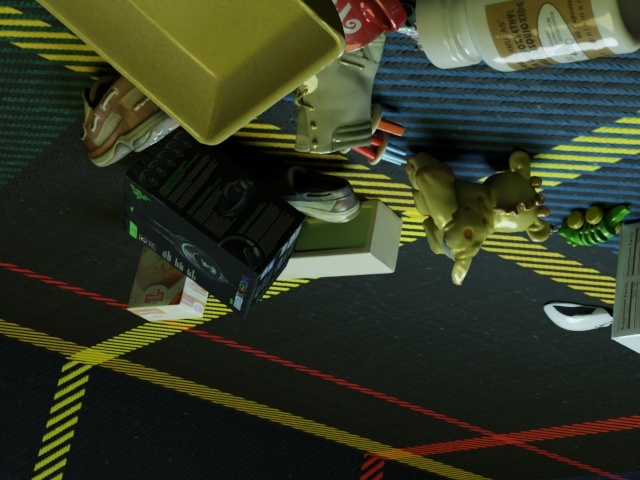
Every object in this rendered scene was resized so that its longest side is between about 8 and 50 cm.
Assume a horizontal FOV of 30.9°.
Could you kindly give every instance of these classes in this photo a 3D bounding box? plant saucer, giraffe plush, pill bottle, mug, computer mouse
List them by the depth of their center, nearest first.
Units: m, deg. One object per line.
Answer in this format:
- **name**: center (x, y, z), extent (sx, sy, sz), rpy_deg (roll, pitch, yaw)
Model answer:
- **plant saucer**: center (-0.156, -0.281, 1.241), extent (0.332, 0.081, 0.333), rpy_deg (40, 150, -15)
- **pill bottle**: center (0.225, -0.251, 1.244), extent (0.229, 0.131, 0.131), rpy_deg (-4, 154, 35)
- **mug**: center (0.020, -0.301, 1.261), extent (0.150, 0.113, 0.169), rpy_deg (2, 153, 27)
- **giraffe plush**: center (0.241, -0.054, 1.708), extent (0.170, 0.210, 0.181), rpy_deg (-21, 128, -3)
- **computer mouse**: center (0.525, 0.156, 2.227), extent (0.193, 0.042, 0.106), rpy_deg (6, 159, 12)

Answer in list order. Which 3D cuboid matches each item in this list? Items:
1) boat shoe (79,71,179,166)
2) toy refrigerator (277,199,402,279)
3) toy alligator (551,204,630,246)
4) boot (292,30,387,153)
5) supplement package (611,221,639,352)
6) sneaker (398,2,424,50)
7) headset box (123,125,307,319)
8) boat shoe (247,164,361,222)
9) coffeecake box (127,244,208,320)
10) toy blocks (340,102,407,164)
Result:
- **boat shoe**: center (-0.289, -0.193, 1.700), extent (0.116, 0.123, 0.324), rpy_deg (55, 153, -13)
- **toy refrigerator**: center (0.000, 0.000, 2.020), extent (0.269, 0.102, 0.094), rpy_deg (-4, 154, 36)
- **toy alligator**: center (0.416, -0.013, 1.847), extent (0.056, 0.051, 0.189), rpy_deg (25, 155, -30)
- **boot**: center (-0.026, -0.190, 1.421), extent (0.213, 0.165, 0.077), rpy_deg (-1, -160, -20)
- **supplement package**: center (0.617, 0.075, 1.768), extent (0.199, 0.198, 0.262), rpy_deg (26, 154, -34)
- **sneaker**: center (0.115, -0.255, 1.416), extent (0.098, 0.038, 0.069), rpy_deg (12, 158, 0)
- **headset box**: center (-0.186, -0.034, 1.875), extent (0.283, 0.131, 0.246), rpy_deg (37, 159, 4)
- **boat shoe**: center (-0.037, -0.088, 1.867), extent (0.223, 0.080, 0.073), rpy_deg (14, 131, 29)
- **coffeecake box**: center (-0.271, 0.051, 2.165), extent (0.142, 0.186, 0.068), rpy_deg (-7, 152, 38)
- **toy blocks**: center (0.075, -0.154, 1.664), extent (0.148, 0.054, 0.123), rpy_deg (20, 157, -21)
